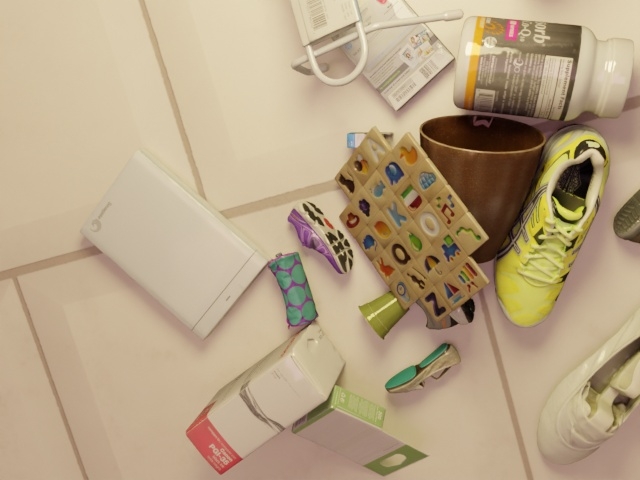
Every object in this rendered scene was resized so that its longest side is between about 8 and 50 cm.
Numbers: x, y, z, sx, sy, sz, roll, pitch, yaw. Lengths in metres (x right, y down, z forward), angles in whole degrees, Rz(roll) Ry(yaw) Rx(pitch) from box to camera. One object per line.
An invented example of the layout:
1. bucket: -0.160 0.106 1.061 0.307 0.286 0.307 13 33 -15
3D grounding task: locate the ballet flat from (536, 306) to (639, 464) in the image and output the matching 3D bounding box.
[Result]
1. ballet flat: 0.536 0.276 1.375 0.139 0.139 0.400 36 107 4

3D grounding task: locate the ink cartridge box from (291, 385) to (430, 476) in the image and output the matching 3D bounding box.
1. ink cartridge box: 0.082 0.389 1.511 0.235 0.056 0.171 28 139 -16

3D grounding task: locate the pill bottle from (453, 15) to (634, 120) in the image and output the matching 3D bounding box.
1. pill bottle: 0.375 -0.290 1.276 0.278 0.162 0.162 8 103 11

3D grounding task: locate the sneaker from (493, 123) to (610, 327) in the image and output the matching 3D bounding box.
1. sneaker: 0.403 -0.018 1.335 0.145 0.147 0.385 15 106 8

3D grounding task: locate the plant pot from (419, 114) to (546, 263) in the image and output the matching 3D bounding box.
1. plant pot: 0.276 -0.084 1.337 0.215 0.215 0.231 7 116 12

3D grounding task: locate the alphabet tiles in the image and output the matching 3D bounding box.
1. alphabet tiles: 0.156 -0.026 1.351 0.343 0.011 0.285 55 144 13

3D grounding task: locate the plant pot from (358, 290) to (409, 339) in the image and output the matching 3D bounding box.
1. plant pot: 0.130 0.139 1.474 0.079 0.083 0.083 -38 91 6

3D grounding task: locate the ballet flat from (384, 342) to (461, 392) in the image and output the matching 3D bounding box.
1. ballet flat: 0.206 0.269 1.492 0.168 0.057 0.052 -37 101 18

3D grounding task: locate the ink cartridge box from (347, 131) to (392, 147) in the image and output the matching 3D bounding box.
1. ink cartridge box: 0.095 -0.191 1.421 0.083 0.048 0.028 2 102 13

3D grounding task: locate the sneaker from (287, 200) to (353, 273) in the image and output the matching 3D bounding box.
1. sneaker: 0.000 0.000 1.488 0.071 0.068 0.170 -43 81 33

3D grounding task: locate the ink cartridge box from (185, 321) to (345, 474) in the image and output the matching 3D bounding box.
1. ink cartridge box: -0.104 0.309 1.491 0.283 0.207 0.117 -38 92 18

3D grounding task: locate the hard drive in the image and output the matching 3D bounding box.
1. hard drive: -0.306 0.009 1.560 0.353 0.047 0.233 41 107 3

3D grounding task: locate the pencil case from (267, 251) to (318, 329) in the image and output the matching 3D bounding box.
1. pencil case: -0.056 0.099 1.511 0.070 0.064 0.152 -18 97 0

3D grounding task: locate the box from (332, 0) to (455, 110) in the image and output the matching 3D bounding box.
1. box: 0.134 -0.357 1.383 0.145 0.038 0.186 -42 91 17

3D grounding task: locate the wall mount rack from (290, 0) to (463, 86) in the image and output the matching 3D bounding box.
1. wall mount rack: 0.066 -0.446 1.307 0.304 0.130 0.350 -17 83 25

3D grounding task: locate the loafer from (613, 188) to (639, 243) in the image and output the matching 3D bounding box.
1. loafer: 0.629 -0.088 1.308 0.087 0.094 0.251 30 118 -20

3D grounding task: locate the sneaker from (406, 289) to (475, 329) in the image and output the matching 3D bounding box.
1. sneaker: 0.191 0.052 1.428 0.108 0.100 0.272 -25 94 26
